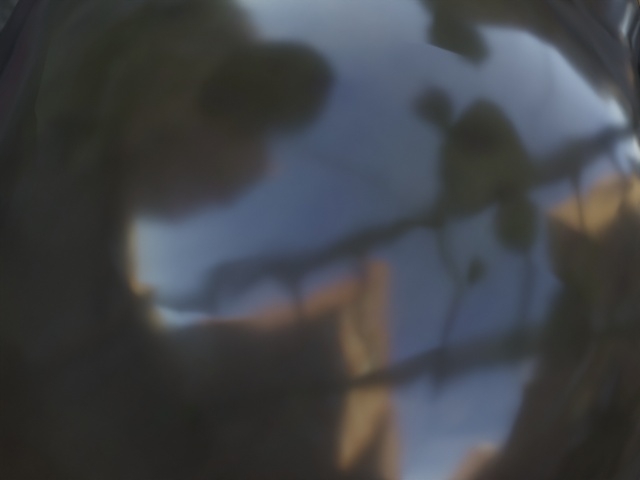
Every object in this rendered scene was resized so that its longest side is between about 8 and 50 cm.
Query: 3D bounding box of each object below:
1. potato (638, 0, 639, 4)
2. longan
[{"bbox_3d":[0.174,-0.175,1.113,0.221,0.243,0.326,56,51,-27],"label":"potato"},{"bbox_3d":[0.000,0.000,0.808,0.361,0.361,0.360,11,71,-35],"label":"longan"}]
